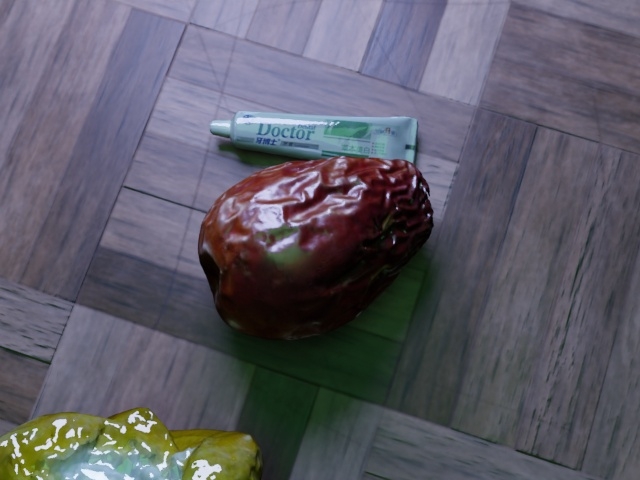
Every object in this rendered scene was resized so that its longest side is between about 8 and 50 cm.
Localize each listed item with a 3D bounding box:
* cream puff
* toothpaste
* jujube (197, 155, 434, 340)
[{"bbox_3d":[-0.151,0.303,0.769,0.324,0.270,0.274,13,111,6],"label":"cream puff"},{"bbox_3d":[-0.007,-0.109,0.947,0.218,0.041,0.064,6,88,1],"label":"toothpaste"},{"bbox_3d":[0.000,0.000,0.868,0.236,0.168,0.168,-23,76,-19],"label":"jujube"}]
